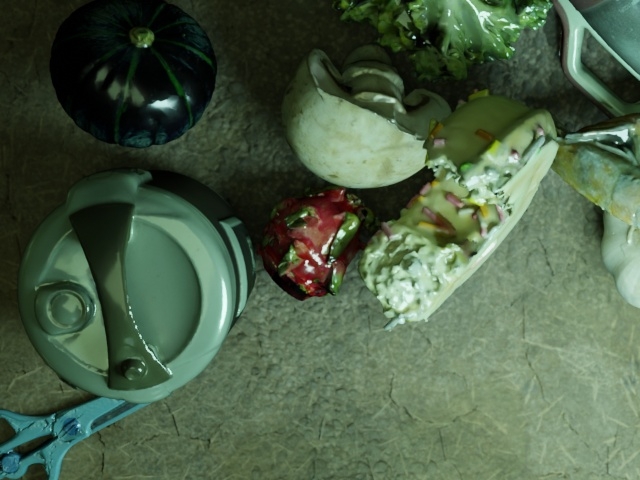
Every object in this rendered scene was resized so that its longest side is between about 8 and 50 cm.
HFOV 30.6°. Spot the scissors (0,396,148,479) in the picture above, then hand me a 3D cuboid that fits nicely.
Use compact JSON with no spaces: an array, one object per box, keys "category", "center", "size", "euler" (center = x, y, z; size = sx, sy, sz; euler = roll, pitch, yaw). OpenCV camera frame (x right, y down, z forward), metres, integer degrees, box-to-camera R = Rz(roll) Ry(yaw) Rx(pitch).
[{"category":"scissors","center":[-0.418,0.317,1.934],"size":[0.393,0.032,0.180],"euler":[-25,96,7]}]

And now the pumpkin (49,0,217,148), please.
[{"category":"pumpkin","center":[-0.286,-0.238,1.768],"size":[0.248,0.248,0.248],"euler":[1,98,4]}]

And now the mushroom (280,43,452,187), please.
[{"category":"mushroom","center":[0.052,-0.179,1.764],"size":[0.253,0.195,0.189],"euler":[21,129,-21]}]

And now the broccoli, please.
[{"category":"broccoli","center":[0.172,-0.411,1.694],"size":[0.334,0.324,0.272],"euler":[-44,136,10]}]

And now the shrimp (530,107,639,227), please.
[{"category":"shrimp","center":[0.436,-0.132,1.715],"size":[0.168,0.077,0.317],"euler":[-48,59,-3]}]

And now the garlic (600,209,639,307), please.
[{"category":"garlic","center":[0.498,-0.010,1.770],"size":[0.142,0.178,0.229],"euler":[16,81,33]}]

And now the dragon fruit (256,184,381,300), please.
[{"category":"dragon fruit","center":[0.000,0.000,1.798],"size":[0.166,0.160,0.172],"euler":[43,100,21]}]

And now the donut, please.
[{"category":"donut","center":[0.205,-0.065,1.690],"size":[0.150,0.307,0.371],"euler":[40,134,15]}]

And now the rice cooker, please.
[{"category":"rice cooker","center":[-0.265,0.055,1.735],"size":[0.335,0.325,0.335],"euler":[1,99,5]}]

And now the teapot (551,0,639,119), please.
[{"category":"teapot","center":[0.491,-0.309,1.696],"size":[0.315,0.233,0.312],"euler":[-33,102,37]}]
